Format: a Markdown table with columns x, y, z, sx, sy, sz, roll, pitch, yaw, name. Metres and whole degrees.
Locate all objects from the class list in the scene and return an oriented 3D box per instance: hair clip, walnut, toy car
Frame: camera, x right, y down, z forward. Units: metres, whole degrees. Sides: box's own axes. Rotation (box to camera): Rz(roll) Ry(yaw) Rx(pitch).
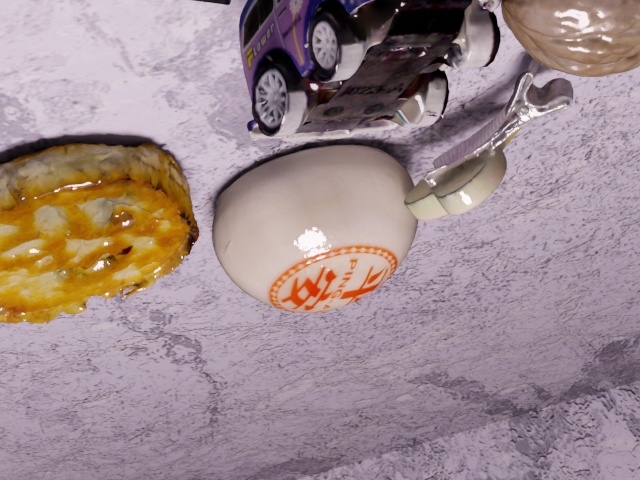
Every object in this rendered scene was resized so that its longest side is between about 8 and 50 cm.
| x | y | z | sx | sy | sz | roll | pitch | yaw | name |
| --- | --- | --- | --- | --- | --- | --- | --- | --- | --- |
| 0.173 | -0.101 | 1.985 | 0.218 | 0.071 | 0.159 | -43 | -172 | 26 | hair clip |
| 0.264 | -0.232 | 1.638 | 0.230 | 0.178 | 0.178 | -18 | 160 | -3 | walnut |
| 0.032 | -0.185 | 1.599 | 0.172 | 0.158 | 0.235 | -7 | 158 | -32 | toy car |

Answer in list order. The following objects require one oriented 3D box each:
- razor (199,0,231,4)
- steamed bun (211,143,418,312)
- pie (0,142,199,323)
| x | y | z | sx | sy | sz | roll | pitch | yaw | name |
| --- | --- | --- | --- | --- | --- | --- | --- | --- | --- |
| -0.037 | -0.254 | 1.546 | 0.082 | 0.042 | 0.253 | 3 | 152 | -39 | razor |
| 0.000 | 0.000 | 2.076 | 0.232 | 0.145 | 0.232 | -13 | 160 | -5 | steamed bun |
| -0.267 | -0.012 | 1.961 | 0.315 | 0.092 | 0.315 | -17 | 157 | -7 | pie |
